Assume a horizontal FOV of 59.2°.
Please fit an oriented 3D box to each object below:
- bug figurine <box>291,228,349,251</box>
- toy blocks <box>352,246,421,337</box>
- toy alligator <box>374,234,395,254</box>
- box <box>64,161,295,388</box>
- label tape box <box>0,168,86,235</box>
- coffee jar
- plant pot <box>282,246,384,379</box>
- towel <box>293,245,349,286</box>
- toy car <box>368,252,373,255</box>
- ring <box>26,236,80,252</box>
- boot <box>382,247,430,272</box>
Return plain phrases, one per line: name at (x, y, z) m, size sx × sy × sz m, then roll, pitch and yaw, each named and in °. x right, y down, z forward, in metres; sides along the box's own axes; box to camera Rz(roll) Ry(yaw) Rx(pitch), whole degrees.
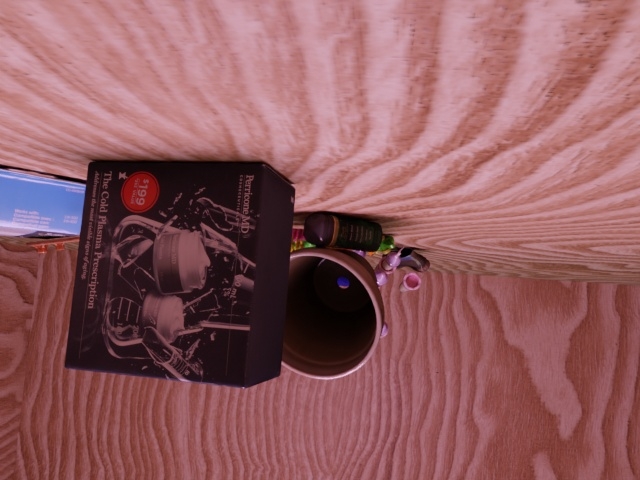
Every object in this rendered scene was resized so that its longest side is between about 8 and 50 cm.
bug figurine at (0.000, 0.000, 1.628) m, size 0.216 × 0.072 × 0.279 m, roll -2°, pitch 170°, yaw 6°
toy blocks at (0.170, 0.154, 1.996) m, size 0.309 × 0.288 × 0.260 m, roll 36°, pitch 163°, yaw 5°
toy alligator at (0.167, 0.006, 1.719) m, size 0.051 × 0.056 × 0.190 m, roll -41°, pitch -158°, yaw -31°
box at (-0.225, 0.052, 0.950) m, size 0.313 × 0.343 × 0.179 m, roll 2°, pitch 174°, yaw 13°
label tape box at (-0.647, -0.070, 1.180) m, size 0.249 × 0.115 × 0.348 m, roll 8°, pitch 175°, yaw -42°
coffee jar at (0.054, -0.019, 1.370) m, size 0.184 × 0.079 × 0.096 m, roll 7°, pitch 180°, yaw -33°
plant pot at (0.028, 0.148, 1.450) m, size 0.323 × 0.323 × 0.280 m, roll 2°, pitch -166°, yaw 19°
towel at (-0.041, 0.059, 1.862) m, size 0.228 × 0.076 × 0.308 m, roll 42°, pitch -160°, yaw 31°
toy car at (0.192, 0.009, 1.883) m, size 0.040 × 0.060 × 0.122 m, roll 46°, pitch 152°, yaw 2°
ring at (-0.540, 0.000, 1.396) m, size 0.337 × 0.032 × 0.336 m, roll -6°, pitch -178°, yaw 0°
boot at (0.297, 0.053, 2.105) m, size 0.219 × 0.082 × 0.106 m, roll 10°, pitch 156°, yaw 47°
